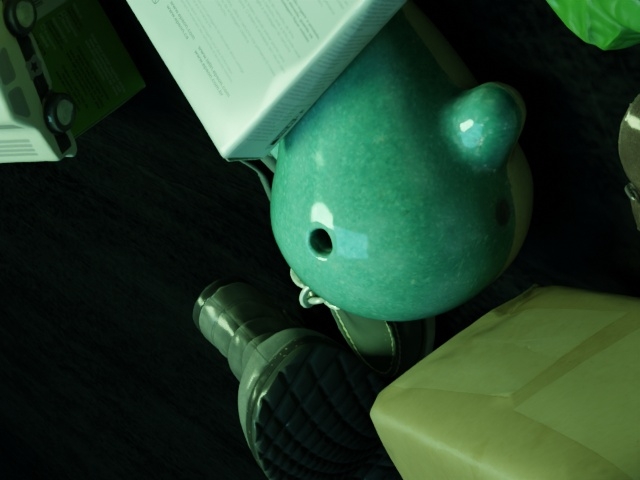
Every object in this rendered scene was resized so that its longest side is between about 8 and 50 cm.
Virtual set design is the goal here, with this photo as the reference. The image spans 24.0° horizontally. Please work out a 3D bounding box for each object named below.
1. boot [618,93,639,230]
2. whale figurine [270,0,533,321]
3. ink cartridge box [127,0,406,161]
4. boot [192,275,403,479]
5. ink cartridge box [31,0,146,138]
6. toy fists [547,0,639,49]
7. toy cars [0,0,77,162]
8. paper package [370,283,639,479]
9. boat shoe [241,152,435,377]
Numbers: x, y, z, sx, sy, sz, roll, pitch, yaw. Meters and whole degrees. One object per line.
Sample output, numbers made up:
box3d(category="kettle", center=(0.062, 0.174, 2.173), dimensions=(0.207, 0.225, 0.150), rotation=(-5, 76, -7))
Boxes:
box3d(category="boot", center=(0.265, 0.042, 0.854), dimensions=(0.207, 0.090, 0.248), rotation=(44, 162, 47))
box3d(category="whale figurine", center=(0.028, -0.072, 0.976), dimensions=(0.216, 0.141, 0.272), rotation=(3, 117, 41))
box3d(category="ink cartridge box", center=(-0.037, -0.203, 0.929), dimensions=(0.224, 0.045, 0.223), rotation=(-45, 66, 34))
box3d(category="boot", center=(-0.038, 0.109, 1.251), dimensions=(0.223, 0.118, 0.338), rotation=(45, 174, 29))
box3d(category="ink cartridge box", center=(-0.301, -0.199, 1.418), dimensions=(0.255, 0.097, 0.188), rotation=(9, 133, 56))
box3d(category="toy fists", center=(0.115, -0.215, 0.702), dimensions=(0.279, 0.096, 0.142), rotation=(56, 154, -2))
box3d(category="toy cars", center=(-0.243, -0.200, 1.196), dimensions=(0.176, 0.087, 0.393), rotation=(33, 132, 2))
box3d(category="paper package", center=(0.206, 0.196, 0.850), dimensions=(0.309, 0.168, 0.325), rotation=(61, 166, -10))
box3d(category="boat shoe", center=(0.000, 0.000, 1.178), dimensions=(0.116, 0.099, 0.319), rotation=(20, 142, 42))
